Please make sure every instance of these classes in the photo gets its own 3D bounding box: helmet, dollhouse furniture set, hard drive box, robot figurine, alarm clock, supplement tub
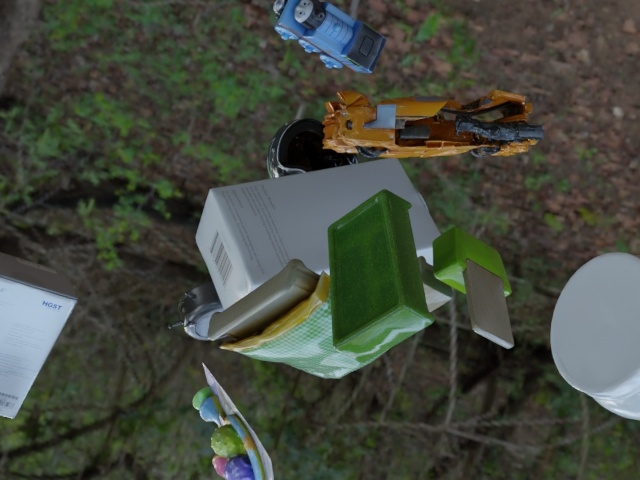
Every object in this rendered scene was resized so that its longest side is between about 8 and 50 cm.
[{"bbox_3d":[-0.024,-0.150,2.062,0.161,0.169,0.169,36,175,27],"label":"helmet"},{"bbox_3d":[0.038,0.110,1.152,0.197,0.151,0.301,28,132,-36],"label":"dollhouse furniture set"},{"bbox_3d":[-0.513,0.141,1.649,0.181,0.232,0.089,22,-164,-34],"label":"hard drive box"},{"bbox_3d":[0.156,-0.156,1.444,0.291,0.085,0.211,-1,180,-9],"label":"robot figurine"},{"bbox_3d":[-0.171,0.129,1.943,0.192,0.064,0.129,-4,143,-31],"label":"alarm clock"},{"bbox_3d":[0.525,0.157,1.551,0.331,0.241,0.241,18,168,-30],"label":"supplement tub"}]

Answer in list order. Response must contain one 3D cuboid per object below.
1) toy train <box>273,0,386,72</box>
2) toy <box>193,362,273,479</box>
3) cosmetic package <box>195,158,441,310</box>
[{"bbox_3d":[0.012,-0.330,1.682,0.184,0.080,0.105,27,173,-35],"label":"toy train"},{"bbox_3d":[-0.129,0.293,1.508,0.237,0.056,0.137,-131,26,-51],"label":"toy"},{"bbox_3d":[0.000,0.000,1.883,0.385,0.217,0.156,-9,148,-26],"label":"cosmetic package"}]
